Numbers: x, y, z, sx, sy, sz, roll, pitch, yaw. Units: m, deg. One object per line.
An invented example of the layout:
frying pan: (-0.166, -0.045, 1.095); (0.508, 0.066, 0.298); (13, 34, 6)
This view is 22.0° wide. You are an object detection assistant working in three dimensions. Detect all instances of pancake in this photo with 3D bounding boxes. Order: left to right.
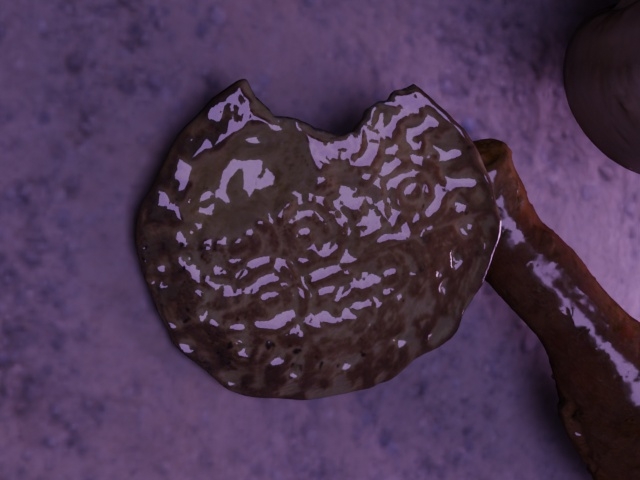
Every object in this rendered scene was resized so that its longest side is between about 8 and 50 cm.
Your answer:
pancake: (0.000, 0.000, 1.033); (0.235, 0.029, 0.212); (7, 102, -16)

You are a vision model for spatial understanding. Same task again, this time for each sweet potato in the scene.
sweet potato: (0.202, 0.098, 1.123); (0.109, 0.109, 0.385); (-46, 110, -16)

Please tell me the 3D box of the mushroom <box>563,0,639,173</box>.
mushroom: (0.264, -0.194, 1.055); (0.292, 0.292, 0.290); (-34, 90, -20)
